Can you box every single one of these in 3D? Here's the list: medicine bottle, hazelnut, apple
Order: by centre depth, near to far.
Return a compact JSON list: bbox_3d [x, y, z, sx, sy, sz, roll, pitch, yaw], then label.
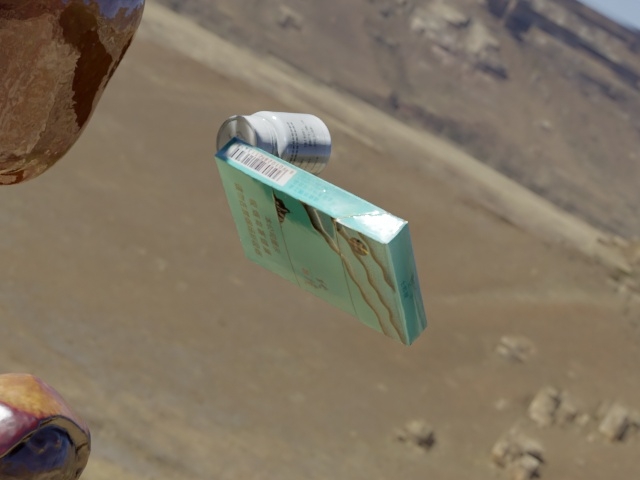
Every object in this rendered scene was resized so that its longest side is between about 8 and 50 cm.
[{"bbox_3d":[-0.301,-0.214,1.397,0.288,0.317,0.288,21,16,-7],"label":"apple"},{"bbox_3d":[-0.339,0.233,1.756,0.202,0.170,0.160,41,30,-44],"label":"hazelnut"},{"bbox_3d":[-0.055,-0.111,1.873,0.080,0.080,0.130,36,23,34],"label":"medicine bottle"}]

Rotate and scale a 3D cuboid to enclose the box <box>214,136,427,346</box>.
[{"bbox_3d":[0.000,0.001,1.612,0.229,0.041,0.162,28,-30,32],"label":"box"}]
